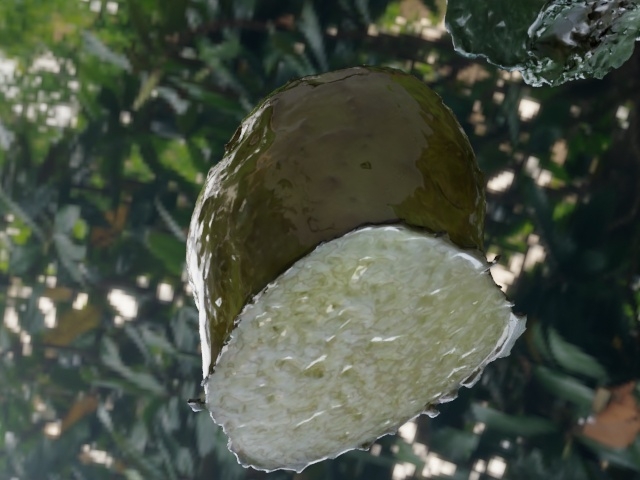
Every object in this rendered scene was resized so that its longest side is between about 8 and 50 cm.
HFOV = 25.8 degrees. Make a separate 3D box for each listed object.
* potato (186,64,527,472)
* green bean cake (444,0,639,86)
[{"bbox_3d":[0.000,0.000,1.130,0.289,0.301,0.237,-31,-127,5],"label":"potato"},{"bbox_3d":[0.176,-0.190,0.835,0.107,0.208,0.193,-2,-159,-36],"label":"green bean cake"}]
